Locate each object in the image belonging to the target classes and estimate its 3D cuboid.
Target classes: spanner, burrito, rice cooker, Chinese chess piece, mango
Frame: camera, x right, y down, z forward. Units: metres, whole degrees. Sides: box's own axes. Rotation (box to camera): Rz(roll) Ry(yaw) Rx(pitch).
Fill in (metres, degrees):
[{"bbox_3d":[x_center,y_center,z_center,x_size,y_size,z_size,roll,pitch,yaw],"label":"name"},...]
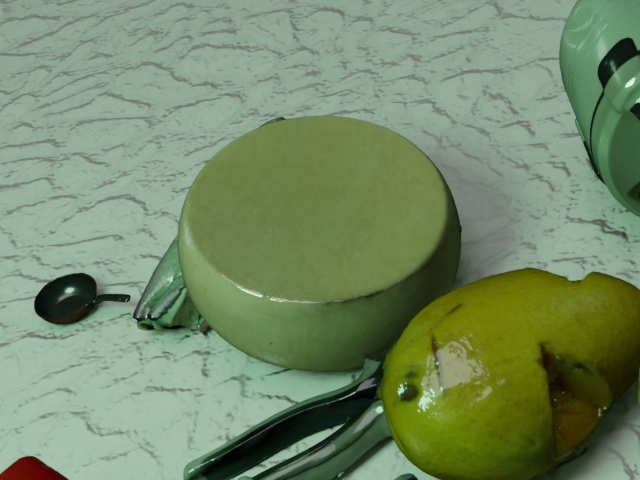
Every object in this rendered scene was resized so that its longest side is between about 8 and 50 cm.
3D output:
[{"bbox_3d":[0.032,0.156,1.575,0.325,0.040,0.095,-28,38,-7],"label":"spanner"},{"bbox_3d":[-0.090,-0.017,1.812,0.096,0.066,0.309,2,43,33],"label":"burrito"},{"bbox_3d":[0.341,-0.136,1.653,0.226,0.226,0.244,-19,37,2],"label":"rice cooker"},{"bbox_3d":[0.000,0.000,1.677,0.273,0.102,0.273,-2,48,2],"label":"Chinese chess piece"},{"bbox_3d":[0.171,0.107,1.500,0.262,0.130,0.167,-33,61,-24],"label":"mango"}]

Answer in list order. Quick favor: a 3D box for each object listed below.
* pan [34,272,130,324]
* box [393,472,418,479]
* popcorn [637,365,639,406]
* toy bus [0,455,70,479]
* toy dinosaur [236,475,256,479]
[{"bbox_3d":[-0.238,0.064,1.812,0.115,0.023,0.068,3,43,30],"label":"pan"},{"bbox_3d":[0.063,0.242,1.419,0.074,0.099,0.054,-32,55,-15],"label":"box"},{"bbox_3d":[0.377,0.120,1.306,0.335,0.274,0.279,10,75,43],"label":"popcorn"},{"bbox_3d":[-0.188,0.278,1.462,0.121,0.120,0.265,-42,43,-23],"label":"toy bus"},{"bbox_3d":[-0.076,0.266,1.389,0.075,0.188,0.248,31,55,8],"label":"toy dinosaur"}]
